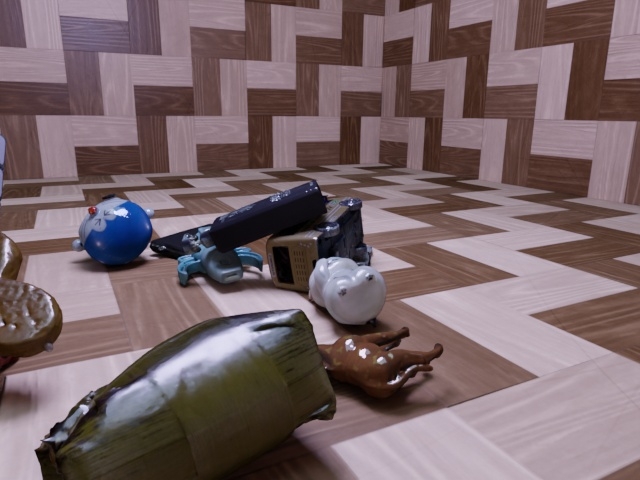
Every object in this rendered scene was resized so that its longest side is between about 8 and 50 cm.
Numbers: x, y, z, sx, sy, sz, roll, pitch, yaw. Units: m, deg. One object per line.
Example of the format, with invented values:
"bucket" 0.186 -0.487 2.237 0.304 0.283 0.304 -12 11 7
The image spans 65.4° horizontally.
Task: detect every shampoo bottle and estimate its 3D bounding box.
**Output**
"shampoo bottle" -0.140 -0.037 1.035 0.310 0.071 0.098 -22 22 4

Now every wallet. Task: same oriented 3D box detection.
"wallet" -0.322 0.003 1.337 0.149 0.044 0.250 11 17 23

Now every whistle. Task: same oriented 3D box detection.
"whistle" -0.234 0.035 1.125 0.186 0.093 0.274 -9 20 -22

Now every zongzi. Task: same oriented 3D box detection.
"zongzi" -0.171 0.175 0.553 0.274 0.145 0.300 -18 6 -38

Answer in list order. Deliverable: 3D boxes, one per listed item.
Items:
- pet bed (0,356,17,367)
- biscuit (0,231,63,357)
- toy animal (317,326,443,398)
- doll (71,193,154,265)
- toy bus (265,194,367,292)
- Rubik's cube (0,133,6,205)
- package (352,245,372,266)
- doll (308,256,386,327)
"pet bed" -0.535 0.158 0.702 0.201 0.053 0.201 0 15 0
"biscuit" -0.565 0.134 0.595 0.432 0.064 0.283 -30 57 -31
"toy animal" 0.024 0.158 0.697 0.230 0.066 0.224 -12 19 -26
"doll" -0.505 -0.030 1.232 0.215 0.161 0.257 -38 19 -22
"toy bus" 0.000 0.000 1.120 0.158 0.139 0.289 1 24 22
"Rubik's cube" -0.887 -0.119 0.987 0.345 0.343 0.337 -5 -13 -7
"package" 0.043 0.034 1.258 0.173 0.027 0.171 1 17 9
"doll" 0.041 0.085 0.892 0.110 0.106 0.181 -25 23 -16
